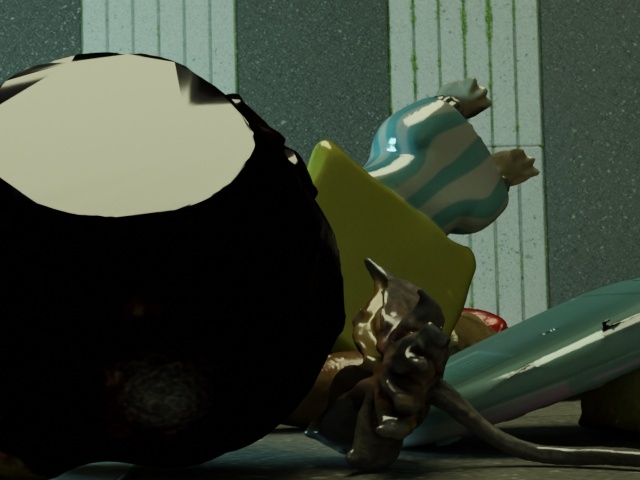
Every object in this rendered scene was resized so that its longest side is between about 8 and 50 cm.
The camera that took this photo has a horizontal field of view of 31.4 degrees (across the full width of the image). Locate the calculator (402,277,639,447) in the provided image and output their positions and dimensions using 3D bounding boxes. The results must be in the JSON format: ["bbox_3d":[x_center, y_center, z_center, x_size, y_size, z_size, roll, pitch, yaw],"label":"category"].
[{"bbox_3d":[0.170,0.075,0.792,0.299,0.041,0.185,-22,0,-10],"label":"calculator"}]

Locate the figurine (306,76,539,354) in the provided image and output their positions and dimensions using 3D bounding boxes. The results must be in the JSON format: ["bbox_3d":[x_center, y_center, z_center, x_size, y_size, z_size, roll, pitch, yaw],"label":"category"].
[{"bbox_3d":[0.000,0.000,1.330,0.361,0.266,0.378,-44,20,-26],"label":"figurine"}]

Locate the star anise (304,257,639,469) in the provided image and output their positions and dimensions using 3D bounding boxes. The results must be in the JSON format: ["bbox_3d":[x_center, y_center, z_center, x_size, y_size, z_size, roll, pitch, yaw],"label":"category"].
[{"bbox_3d":[0.127,0.090,0.675,0.227,0.148,0.218,25,-43,-8],"label":"star anise"}]

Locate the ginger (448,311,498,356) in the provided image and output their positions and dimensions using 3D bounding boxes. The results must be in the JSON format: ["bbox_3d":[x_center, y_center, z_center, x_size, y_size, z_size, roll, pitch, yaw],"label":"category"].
[{"bbox_3d":[0.175,0.129,1.413,0.137,0.074,0.213,44,10,29],"label":"ginger"}]

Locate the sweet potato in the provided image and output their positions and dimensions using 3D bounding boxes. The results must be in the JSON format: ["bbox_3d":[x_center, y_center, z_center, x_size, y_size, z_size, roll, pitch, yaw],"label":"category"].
[{"bbox_3d":[0.036,0.120,0.912,0.255,0.058,0.078,5,-27,-29],"label":"sweet potato"}]

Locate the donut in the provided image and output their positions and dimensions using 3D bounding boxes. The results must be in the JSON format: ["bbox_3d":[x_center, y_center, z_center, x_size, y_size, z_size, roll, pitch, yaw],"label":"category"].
[{"bbox_3d":[0.266,0.103,0.816,0.162,0.065,0.178,-2,-4,-21],"label":"donut"}]

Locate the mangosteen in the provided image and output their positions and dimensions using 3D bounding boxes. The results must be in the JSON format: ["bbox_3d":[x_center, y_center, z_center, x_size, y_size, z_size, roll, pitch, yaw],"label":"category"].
[{"bbox_3d":[-0.133,0.024,0.684,0.288,0.287,0.233,-1,-42,-4],"label":"mangosteen"}]

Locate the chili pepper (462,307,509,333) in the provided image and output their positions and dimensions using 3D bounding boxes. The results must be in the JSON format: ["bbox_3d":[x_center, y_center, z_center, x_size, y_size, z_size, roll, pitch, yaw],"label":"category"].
[{"bbox_3d":[0.183,0.151,1.774,0.137,0.091,0.368,17,-12,-42],"label":"chili pepper"}]
